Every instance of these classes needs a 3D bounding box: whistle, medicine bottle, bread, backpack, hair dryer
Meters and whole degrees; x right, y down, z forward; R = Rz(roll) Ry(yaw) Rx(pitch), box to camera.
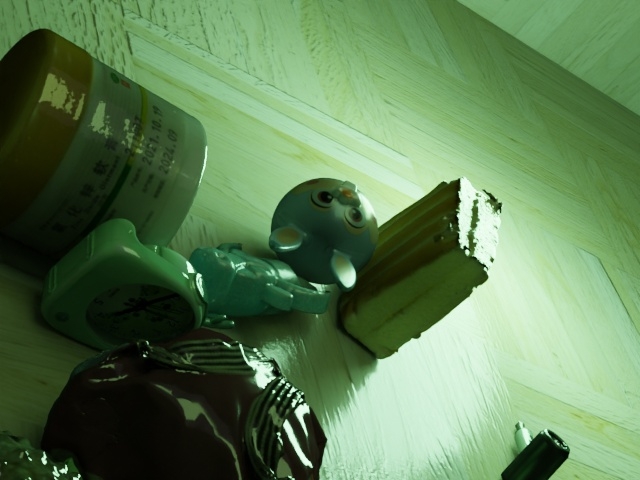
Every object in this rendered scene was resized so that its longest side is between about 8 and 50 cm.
[{"bbox_3d":[-0.096,0.061,1.848,0.186,0.093,0.274,27,11,33],"label":"whistle"},{"bbox_3d":[-0.289,-0.095,1.633,0.232,0.238,0.238,29,29,-28],"label":"medicine bottle"},{"bbox_3d":[0.153,0.035,2.065,0.111,0.246,0.239,45,24,-17],"label":"bread"},{"bbox_3d":[-0.105,0.207,1.480,0.283,0.197,0.317,41,22,12],"label":"backpack"},{"bbox_3d":[0.314,0.308,2.076,0.057,0.100,0.198,38,11,-10],"label":"hair dryer"}]

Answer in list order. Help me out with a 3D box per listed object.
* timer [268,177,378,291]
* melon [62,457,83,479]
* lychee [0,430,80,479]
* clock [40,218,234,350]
[{"bbox_3d":[0.009,-0.017,1.974,0.175,0.175,0.255,43,-6,0],"label":"timer"},{"bbox_3d":[-0.235,0.335,1.302,0.114,0.053,0.262,47,23,-38],"label":"melon"},{"bbox_3d":[-0.295,0.267,1.098,0.255,0.255,0.274,46,2,6],"label":"lychee"},{"bbox_3d":[-0.205,0.072,1.596,0.211,0.159,0.066,32,36,-33],"label":"clock"}]
